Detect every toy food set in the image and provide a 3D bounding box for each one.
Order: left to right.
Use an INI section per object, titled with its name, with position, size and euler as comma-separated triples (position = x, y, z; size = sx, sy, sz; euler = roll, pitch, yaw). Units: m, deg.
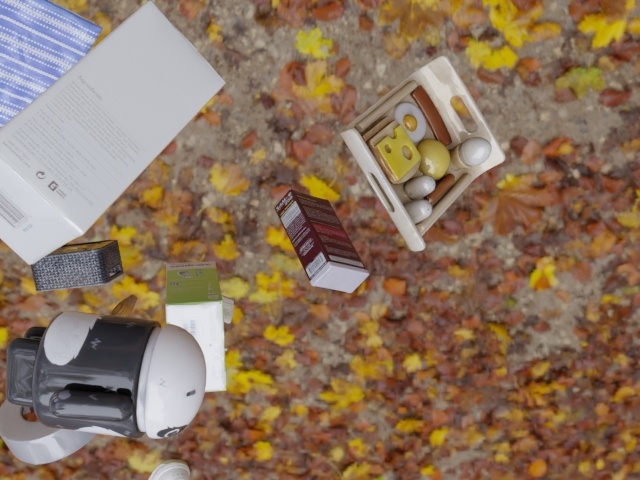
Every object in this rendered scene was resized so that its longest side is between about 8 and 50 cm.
[toy food set]
position = 0.179, -0.151, 1.320
size = 0.092, 0.306, 0.219
euler = -21, 106, 46

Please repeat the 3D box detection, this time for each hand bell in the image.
[hand bell]
position = -0.526, 0.224, 1.950
size = 0.126, 0.242, 0.126
euler = 27, 148, 19

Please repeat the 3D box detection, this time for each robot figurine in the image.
[robot figurine]
position = -0.305, 0.197, 1.169
size = 0.278, 0.209, 0.173
euler = 6, 139, 2

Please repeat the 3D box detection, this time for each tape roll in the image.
[tape roll]
position = -0.569, 0.368, 1.719
size = 0.219, 0.219, 0.072
euler = -9, 122, 12

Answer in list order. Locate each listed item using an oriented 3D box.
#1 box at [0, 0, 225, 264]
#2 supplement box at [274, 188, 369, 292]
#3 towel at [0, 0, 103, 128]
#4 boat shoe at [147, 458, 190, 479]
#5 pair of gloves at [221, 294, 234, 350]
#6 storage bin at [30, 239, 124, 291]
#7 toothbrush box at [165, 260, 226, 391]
[box]
position = -0.337, -0.157, 1.183
size = 0.168, 0.345, 0.215
euler = 47, 145, -17
[supplement box]
position = 0.000, 0.000, 1.826
size = 0.130, 0.239, 0.073
euler = 15, 128, -43
[towel]
position = -0.619, -0.335, 1.602
size = 0.243, 0.040, 0.336
euler = 20, 116, -43
[boat shoe]
position = -0.348, 0.585, 1.675
size = 0.098, 0.096, 0.277
euler = 15, 113, -31
[pair of gloves]
position = -0.316, 0.228, 2.132
size = 0.042, 0.240, 0.204
euler = -15, 144, 41
[storage bin]
position = -0.560, 0.056, 1.859
size = 0.180, 0.122, 0.084
euler = -5, 101, 10
[toothbrush box]
position = -0.278, 0.184, 1.785
size = 0.122, 0.283, 0.206
euler = -3, 107, -9
